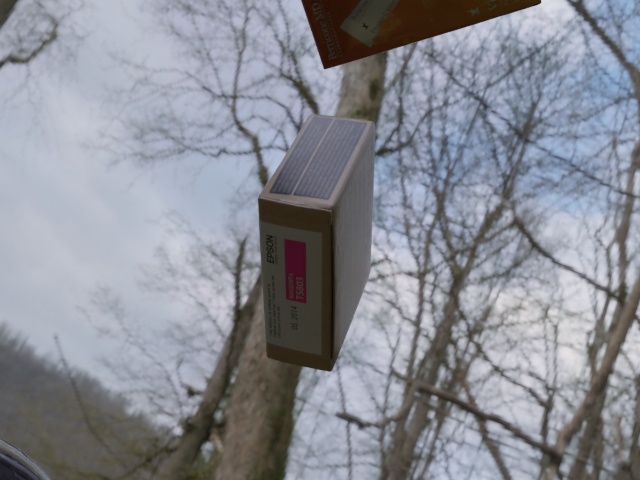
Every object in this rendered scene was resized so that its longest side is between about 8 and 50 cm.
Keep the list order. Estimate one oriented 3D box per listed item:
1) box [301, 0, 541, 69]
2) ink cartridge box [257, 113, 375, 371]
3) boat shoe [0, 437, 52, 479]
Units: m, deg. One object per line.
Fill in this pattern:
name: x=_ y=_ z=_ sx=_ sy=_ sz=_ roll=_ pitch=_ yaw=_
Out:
box: x=0.135 y=-0.431 z=1.470 sx=0.345 sy=0.168 sz=0.215 roll=-16 pitch=-63 yaw=8
ink cartridge box: x=0.000 y=0.000 z=1.120 sx=0.088 sy=0.193 sz=0.234 roll=10 pitch=-53 yaw=13
boat shoe: x=-0.404 y=0.242 z=0.935 sx=0.355 sy=0.132 sz=0.130 roll=36 pitch=13 yaw=-17
